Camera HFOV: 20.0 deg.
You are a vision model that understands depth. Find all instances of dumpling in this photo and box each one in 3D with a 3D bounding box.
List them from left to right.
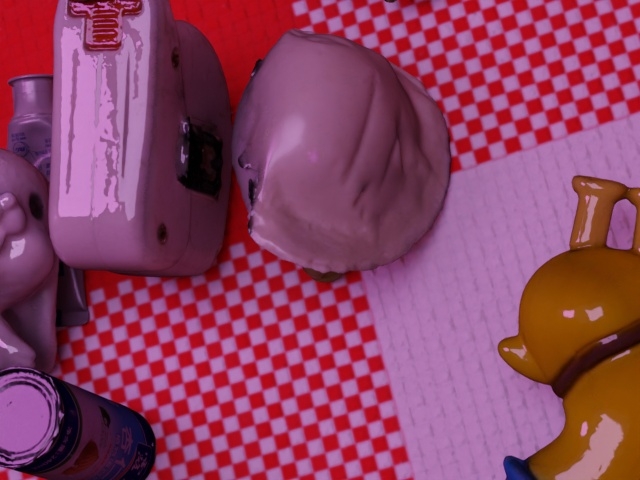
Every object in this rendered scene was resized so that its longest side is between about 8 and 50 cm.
[{"bbox_3d":[0.020,-0.080,1.756,0.227,0.175,0.243,23,83,-18],"label":"dumpling"}]

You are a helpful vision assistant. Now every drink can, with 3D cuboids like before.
[{"bbox_3d":[-0.239,0.183,1.709,0.097,0.235,0.097,-4,74,16],"label":"drink can"}]

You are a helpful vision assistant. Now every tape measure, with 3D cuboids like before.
[{"bbox_3d":[-0.167,-0.095,1.751,0.130,0.265,0.258,-1,85,19],"label":"tape measure"}]

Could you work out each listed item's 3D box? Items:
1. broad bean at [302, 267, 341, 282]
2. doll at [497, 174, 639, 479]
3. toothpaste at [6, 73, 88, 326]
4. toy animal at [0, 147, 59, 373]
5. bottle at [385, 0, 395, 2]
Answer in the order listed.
[{"bbox_3d":[0.000,0.000,1.795,0.063,0.045,0.083,-26,61,20],"label":"broad bean"},{"bbox_3d":[0.256,0.125,1.632,0.200,0.145,0.362,9,85,14],"label":"doll"},{"bbox_3d":[-0.293,-0.040,1.891,0.096,0.061,0.266,-6,80,14],"label":"toothpaste"},{"bbox_3d":[-0.357,0.058,1.790,0.289,0.174,0.249,-44,112,-14],"label":"toy animal"},{"bbox_3d":[0.028,-0.304,1.839,0.209,0.097,0.110,12,79,19],"label":"bottle"}]
